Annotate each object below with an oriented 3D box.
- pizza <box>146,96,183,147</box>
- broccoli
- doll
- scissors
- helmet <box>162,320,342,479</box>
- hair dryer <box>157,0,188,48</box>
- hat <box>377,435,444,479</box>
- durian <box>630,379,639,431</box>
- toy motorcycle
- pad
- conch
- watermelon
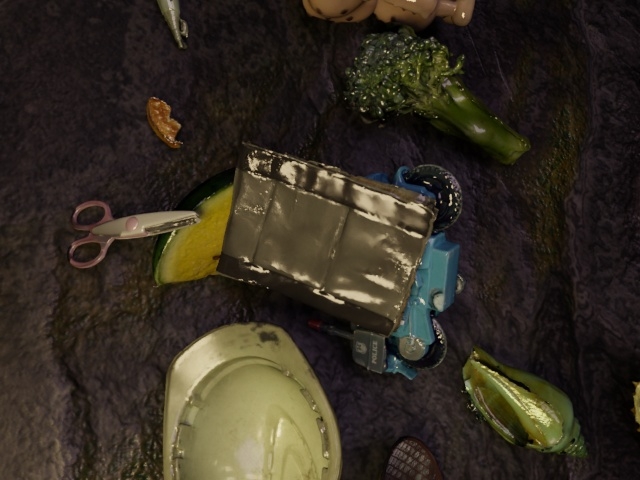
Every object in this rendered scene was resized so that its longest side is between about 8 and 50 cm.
[{"bbox_3d":[-0.206,-0.156,0.888,0.037,0.016,0.083,-26,78,-24],"label":"pizza"},{"bbox_3d":[0.182,-0.192,0.983,0.304,0.165,0.145,25,106,-21],"label":"broccoli"},{"bbox_3d":[0.089,-0.373,1.002,0.278,0.154,0.119,4,111,-23],"label":"doll"},{"bbox_3d":[-0.219,-0.016,0.781,0.176,0.022,0.085,-8,69,18],"label":"scissors"},{"bbox_3d":[-0.058,0.229,0.742,0.204,0.137,0.257,-17,65,16],"label":"helmet"},{"bbox_3d":[-0.186,-0.381,0.957,0.207,0.075,0.237,-1,80,-26],"label":"hair dryer"},{"bbox_3d":[0.083,0.333,0.789,0.193,0.082,0.192,37,44,-48],"label":"hat"},{"bbox_3d":[0.530,0.249,0.936,0.145,0.139,0.252,-23,81,-20],"label":"durian"},{"bbox_3d":[0.079,0.033,0.819,0.124,0.182,0.272,-24,121,-52],"label":"toy motorcycle"},{"bbox_3d":[0.000,0.000,0.764,0.233,0.174,0.022,18,21,11],"label":"pad"},{"bbox_3d":[0.274,0.225,0.891,0.201,0.079,0.094,26,78,10],"label":"conch"},{"bbox_3d":[-0.080,-0.034,0.851,0.301,0.123,0.129,-19,100,-22],"label":"watermelon"}]
